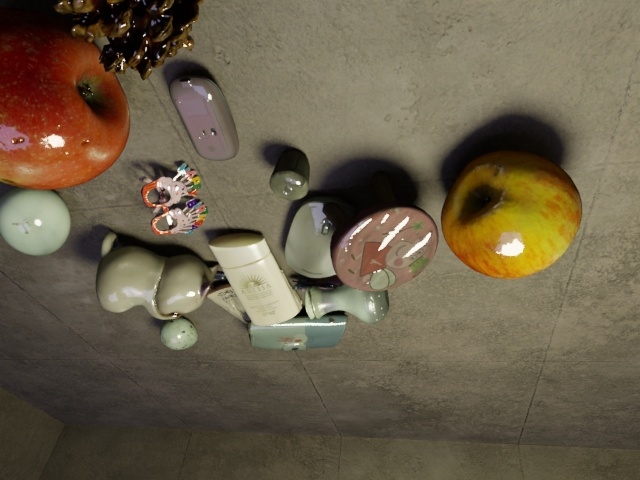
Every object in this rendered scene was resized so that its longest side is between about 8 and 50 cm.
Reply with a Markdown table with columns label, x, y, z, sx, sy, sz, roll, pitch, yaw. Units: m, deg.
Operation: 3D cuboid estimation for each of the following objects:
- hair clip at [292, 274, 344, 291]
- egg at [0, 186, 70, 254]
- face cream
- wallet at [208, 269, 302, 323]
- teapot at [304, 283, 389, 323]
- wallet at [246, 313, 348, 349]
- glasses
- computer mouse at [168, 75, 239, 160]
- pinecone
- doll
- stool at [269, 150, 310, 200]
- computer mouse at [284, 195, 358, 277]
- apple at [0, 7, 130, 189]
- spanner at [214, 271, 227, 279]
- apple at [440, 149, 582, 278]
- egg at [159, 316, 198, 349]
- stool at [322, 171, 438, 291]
| label | x | y | z | sx | sy | sz | roll | pitch | yaw |
| --- | --- | --- | --- | --- | --- | --- | --- | --- | --- |
| hair clip | -0.001 | 0.144 | 1.509 | 0.187 | 0.056 | 0.146 | 3 | 139 | -8 |
| egg | -0.830 | -0.053 | 1.312 | 0.183 | 0.182 | 0.264 | 17 | 145 | -10 |
| face cream | -0.205 | 0.121 | 1.434 | 0.174 | 0.081 | 0.348 | -14 | 122 | 12 |
| wallet | -0.231 | 0.208 | 1.598 | 0.335 | 0.068 | 0.275 | -20 | 133 | 24 |
| teapot | 0.083 | 0.178 | 1.416 | 0.251 | 0.183 | 0.183 | -9 | 137 | 13 |
| wallet | -0.089 | 0.348 | 1.681 | 0.360 | 0.083 | 0.252 | -1 | 147 | -7 |
| glasses | -0.406 | -0.113 | 1.268 | 0.162 | 0.095 | 0.255 | -14 | 141 | -16 |
| computer mouse | -0.266 | -0.281 | 1.045 | 0.120 | 0.057 | 0.232 | -1 | 141 | 11 |
| pinecone | -0.335 | -0.414 | 0.774 | 0.257 | 0.243 | 0.243 | 27 | 136 | -14 |
| doll | -0.530 | 0.131 | 1.436 | 0.370 | 0.215 | 0.226 | 16 | 102 | -6 |
| stool | -0.071 | -0.161 | 1.111 | 0.096 | 0.110 | 0.096 | 5 | 141 | 4 |
| computer mouse | 0.000 | 0.005 | 1.310 | 0.197 | 0.095 | 0.331 | 8 | 140 | -6 |
| apple | -0.563 | -0.273 | 0.896 | 0.277 | 0.348 | 0.348 | -7 | 137 | 10 |
| spanner | -0.474 | 0.111 | 1.569 | 0.316 | 0.024 | 0.087 | 6 | 141 | 0 |
| apple | 0.411 | -0.066 | 1.014 | 0.302 | 0.301 | 0.301 | 5 | 140 | 4 |
| egg | -0.566 | 0.377 | 1.811 | 0.131 | 0.131 | 0.164 | -13 | 142 | 23 |
| stool | 0.144 | -0.018 | 1.147 | 0.272 | 0.178 | 0.272 | -8 | 131 | -9 |
